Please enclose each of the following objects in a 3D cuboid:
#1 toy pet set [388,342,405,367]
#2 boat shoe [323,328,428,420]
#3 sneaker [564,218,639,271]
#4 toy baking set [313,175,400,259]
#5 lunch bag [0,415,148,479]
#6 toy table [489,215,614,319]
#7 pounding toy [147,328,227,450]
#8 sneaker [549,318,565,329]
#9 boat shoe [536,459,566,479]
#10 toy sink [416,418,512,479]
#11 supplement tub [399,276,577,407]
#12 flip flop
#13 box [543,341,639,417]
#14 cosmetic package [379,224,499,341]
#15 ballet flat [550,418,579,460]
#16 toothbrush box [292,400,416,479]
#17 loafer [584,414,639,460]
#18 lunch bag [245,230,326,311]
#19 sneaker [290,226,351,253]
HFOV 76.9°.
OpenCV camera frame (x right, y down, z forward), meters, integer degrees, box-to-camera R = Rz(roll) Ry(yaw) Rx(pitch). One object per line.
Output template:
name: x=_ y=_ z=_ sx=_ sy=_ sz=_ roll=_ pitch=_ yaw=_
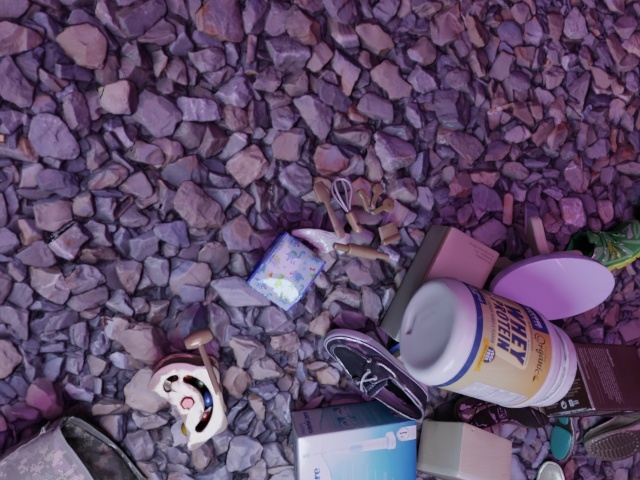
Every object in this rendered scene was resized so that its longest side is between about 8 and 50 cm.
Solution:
toy pet set: x=0.184 y=0.313 z=1.064 sx=0.122 sy=0.065 sz=0.114 roll=42 pitch=119 yaw=-6
boat shoe: x=0.133 y=0.333 z=0.992 sx=0.301 sy=0.102 sz=0.108 roll=37 pitch=120 yaw=-2
sneaker: x=0.782 y=0.019 z=1.122 sx=0.295 sy=0.109 sz=0.123 roll=-31 pitch=104 yaw=-7
toy baking set: x=0.089 y=-0.054 z=0.989 sx=0.256 sy=0.030 sz=0.197 roll=7 pitch=77 yaw=-28
lunch bag: x=-0.564 y=0.537 z=0.865 sx=0.235 sy=0.169 sz=0.287 roll=-33 pitch=105 yaw=-7
toy table: x=0.554 y=0.082 z=1.023 sx=0.274 sy=0.161 sz=0.252 roll=5 pitch=116 yaw=2
pounding toy: x=-0.300 y=0.344 z=0.906 sx=0.154 sy=0.155 sz=0.270 roll=-10 pitch=97 yaw=-15
sneaker: x=0.519 y=0.308 z=1.103 sx=0.330 sy=0.122 sz=0.146 roll=-25 pitch=117 yaw=-9
boat shoe: x=0.695 y=0.766 z=1.200 sx=0.079 sy=0.084 sz=0.233 roll=-3 pitch=89 yaw=-49
toy sink: x=0.352 y=0.555 z=1.058 sx=0.152 sy=0.234 sz=0.131 roll=25 pitch=60 yaw=-12
supplement tub: x=0.359 y=0.229 z=0.881 sx=0.316 sy=0.228 sz=0.228 roll=20 pitch=91 yaw=-16
flip flop: x=0.498 y=0.468 z=1.119 sx=0.277 sy=0.080 sz=0.112 roll=-3 pitch=69 yaw=-7
box: x=0.724 y=0.378 z=1.083 sx=0.203 sy=0.168 sz=0.167 roll=5 pitch=60 yaw=-11
cosmetic package: x=0.300 y=0.131 z=1.033 sx=0.160 sy=0.113 sz=0.309 roll=26 pitch=89 yaw=-13
ballet flat: x=0.725 y=0.538 z=1.177 sx=0.068 sy=0.072 sz=0.213 roll=1 pitch=94 yaw=-16
toothbrush box: x=0.082 y=0.543 z=1.017 sx=0.295 sy=0.126 sz=0.216 roll=-4 pitch=96 yaw=-12
loafer: x=0.918 y=0.569 z=1.211 sx=0.268 sy=0.092 sz=0.102 roll=-26 pitch=96 yaw=8
lunch bag: x=-0.084 y=0.074 z=0.958 sx=0.129 sy=0.096 sz=0.151 roll=37 pitch=78 yaw=-13
sneaker: x=0.000 y=0.000 z=0.990 sx=0.152 sy=0.053 sz=0.061 roll=9 pitch=96 yaw=-13
